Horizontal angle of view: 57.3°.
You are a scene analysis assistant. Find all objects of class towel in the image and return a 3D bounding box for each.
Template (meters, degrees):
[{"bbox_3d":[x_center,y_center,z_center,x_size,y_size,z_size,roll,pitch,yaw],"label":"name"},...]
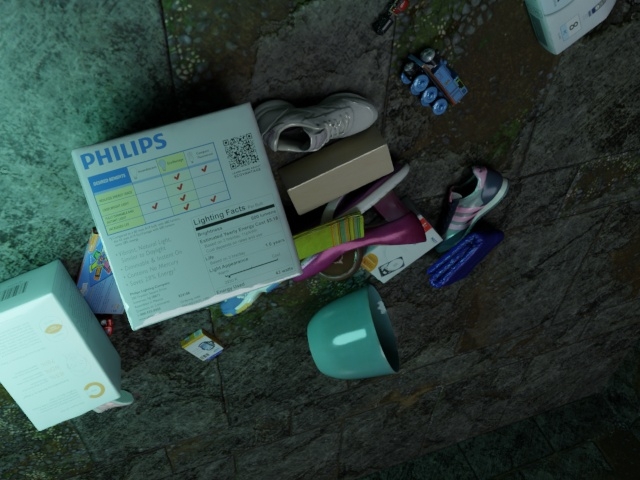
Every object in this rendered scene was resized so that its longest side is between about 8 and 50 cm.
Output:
[{"bbox_3d":[0.000,0.000,1.489,0.237,0.021,0.102,-21,143,-6],"label":"towel"},{"bbox_3d":[0.464,0.045,1.877,0.228,0.076,0.308,-51,161,21],"label":"towel"}]

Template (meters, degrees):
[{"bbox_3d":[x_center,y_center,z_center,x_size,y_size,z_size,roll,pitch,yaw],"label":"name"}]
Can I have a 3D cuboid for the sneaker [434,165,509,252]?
[{"bbox_3d":[0.419,-0.101,1.780,0.131,0.112,0.319,28,121,-17],"label":"sneaker"}]

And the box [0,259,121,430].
[{"bbox_3d":[-0.663,0.257,1.434,0.215,0.168,0.345,-22,120,-7],"label":"box"}]

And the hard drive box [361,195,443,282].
[{"bbox_3d":[0.224,0.001,1.772,0.232,0.089,0.181,-39,139,13],"label":"hard drive box"}]

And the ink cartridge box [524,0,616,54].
[{"bbox_3d":[0.635,-0.653,1.308,0.385,0.091,0.308,-36,139,12],"label":"ink cartridge box"}]

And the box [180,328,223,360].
[{"bbox_3d":[-0.369,0.333,1.851,0.081,0.028,0.136,-32,142,5],"label":"box"}]

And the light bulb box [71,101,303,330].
[{"bbox_3d":[-0.266,-0.057,1.221,0.358,0.225,0.361,-18,98,-10],"label":"light bulb box"}]

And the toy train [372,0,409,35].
[{"bbox_3d":[0.169,-0.507,1.251,0.027,0.036,0.158,18,122,-40],"label":"toy train"}]

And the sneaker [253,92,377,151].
[{"bbox_3d":[0.001,-0.253,1.341,0.305,0.152,0.114,-12,135,-19],"label":"sneaker"}]

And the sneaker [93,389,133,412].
[{"bbox_3d":[-0.669,0.512,1.862,0.134,0.051,0.070,11,128,-32],"label":"sneaker"}]

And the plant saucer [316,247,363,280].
[{"bbox_3d":[0.040,0.039,1.683,0.168,0.029,0.168,0,101,0],"label":"plant saucer"}]

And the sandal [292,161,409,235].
[{"bbox_3d":[0.050,-0.097,1.559,0.416,0.169,0.102,-36,99,8],"label":"sandal"}]

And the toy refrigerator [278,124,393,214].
[{"bbox_3d":[0.039,-0.180,1.483,0.269,0.094,0.102,-25,140,1],"label":"toy refrigerator"}]

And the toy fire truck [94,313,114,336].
[{"bbox_3d":[-0.657,0.273,1.586,0.192,0.047,0.135,-8,116,-23],"label":"toy fire truck"}]

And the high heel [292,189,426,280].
[{"bbox_3d":[0.105,0.036,1.603,0.377,0.127,0.181,-37,97,5],"label":"high heel"}]

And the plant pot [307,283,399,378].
[{"bbox_3d":[0.097,0.314,1.897,0.235,0.293,0.293,-18,141,14],"label":"plant pot"}]

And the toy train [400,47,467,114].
[{"bbox_3d":[0.271,-0.384,1.408,0.105,0.080,0.184,-47,134,9],"label":"toy train"}]

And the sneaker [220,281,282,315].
[{"bbox_3d":[-0.206,0.105,1.658,0.131,0.112,0.296,47,124,-7],"label":"sneaker"}]

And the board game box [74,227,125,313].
[{"bbox_3d":[-0.543,0.086,1.500,0.145,0.027,0.281,6,130,-35],"label":"board game box"}]
